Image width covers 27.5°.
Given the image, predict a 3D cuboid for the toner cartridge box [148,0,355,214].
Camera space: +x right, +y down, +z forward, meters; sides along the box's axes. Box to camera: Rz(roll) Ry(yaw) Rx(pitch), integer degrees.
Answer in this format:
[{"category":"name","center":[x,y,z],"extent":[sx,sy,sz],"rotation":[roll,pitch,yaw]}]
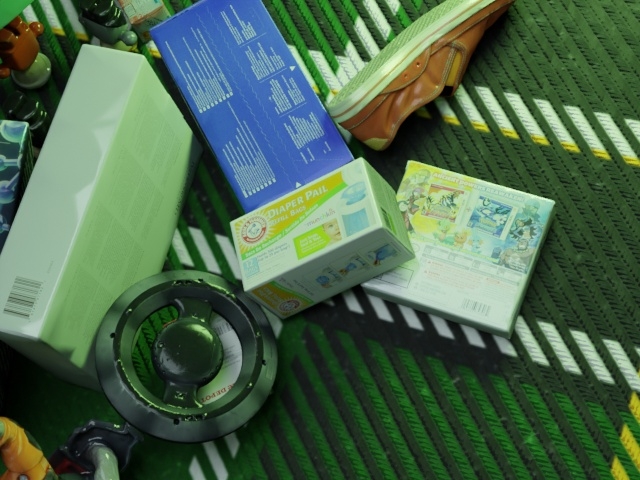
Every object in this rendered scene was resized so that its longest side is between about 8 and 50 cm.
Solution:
[{"category":"toner cartridge box","center":[-0.093,-0.189,1.819],"extent":[0.165,0.075,0.348],"rotation":[-29,66,1]}]

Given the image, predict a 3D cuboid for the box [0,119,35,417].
[{"category":"box","center":[-0.541,0.047,1.689],"extent":[0.293,0.212,0.395],"rotation":[5,62,-5]}]

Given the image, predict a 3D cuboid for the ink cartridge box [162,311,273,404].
[{"category":"ink cartridge box","center":[-0.133,0.156,1.704],"extent":[0.099,0.056,0.135],"rotation":[-25,67,2]}]

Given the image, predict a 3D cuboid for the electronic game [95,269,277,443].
[{"category":"electronic game","center":[-0.167,0.143,1.637],"extent":[0.229,0.048,0.229],"rotation":[4,64,-9]}]

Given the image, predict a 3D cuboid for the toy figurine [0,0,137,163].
[{"category":"toy figurine","center":[-0.352,-0.230,1.862],"extent":[0.209,0.148,0.213],"rotation":[-18,64,-1]}]

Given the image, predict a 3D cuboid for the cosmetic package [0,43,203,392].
[{"category":"cosmetic package","center":[-0.283,-0.017,1.681],"extent":[0.097,0.284,0.377],"rotation":[12,72,17]}]

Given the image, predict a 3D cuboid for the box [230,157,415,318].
[{"category":"box","center":[0.000,0.000,1.678],"extent":[0.203,0.103,0.114],"rotation":[-26,56,17]}]

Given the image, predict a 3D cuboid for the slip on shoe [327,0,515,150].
[{"category":"slip on shoe","center":[0.156,-0.247,1.779],"extent":[0.331,0.123,0.101],"rotation":[-43,105,-14]}]

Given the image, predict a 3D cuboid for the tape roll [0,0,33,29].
[{"category":"tape roll","center":[-0.486,-0.369,1.875],"extent":[0.321,0.077,0.321],"rotation":[-31,28,19]}]

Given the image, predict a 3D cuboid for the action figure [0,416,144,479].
[{"category":"action figure","center":[-0.369,0.353,1.568],"extent":[0.341,0.330,0.178],"rotation":[-55,27,10]}]

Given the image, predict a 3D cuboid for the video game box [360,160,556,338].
[{"category":"video game box","center":[0.179,0.010,1.696],"extent":[0.205,0.048,0.187],"rotation":[18,77,19]}]

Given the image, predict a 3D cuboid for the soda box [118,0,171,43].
[{"category":"soda box","center":[-0.285,-0.385,1.943],"extent":[0.058,0.063,0.183],"rotation":[-30,67,0]}]
